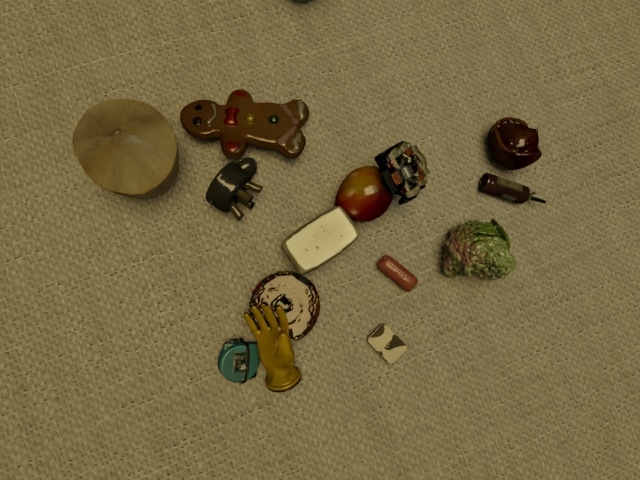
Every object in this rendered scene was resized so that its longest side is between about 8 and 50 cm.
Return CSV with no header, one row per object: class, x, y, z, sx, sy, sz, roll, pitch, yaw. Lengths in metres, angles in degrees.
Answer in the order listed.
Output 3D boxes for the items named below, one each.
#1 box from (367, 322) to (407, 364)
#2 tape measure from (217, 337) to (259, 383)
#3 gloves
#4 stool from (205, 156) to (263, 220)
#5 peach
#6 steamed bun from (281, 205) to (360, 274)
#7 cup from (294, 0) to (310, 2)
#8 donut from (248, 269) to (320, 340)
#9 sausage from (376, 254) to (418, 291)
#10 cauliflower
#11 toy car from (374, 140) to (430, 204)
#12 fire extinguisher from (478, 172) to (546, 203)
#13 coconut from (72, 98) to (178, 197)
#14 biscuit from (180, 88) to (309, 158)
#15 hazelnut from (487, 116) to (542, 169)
box,0.226,0.353,1.434,0.126,0.031,0.091,45,80,0
tape measure,-0.263,0.384,1.342,0.125,0.081,0.145,6,84,-24
gloves,-0.150,0.314,1.286,0.133,0.116,0.294,-10,113,8
stool,-0.270,-0.180,1.380,0.139,0.153,0.227,34,80,-2
peach,0.143,-0.150,1.421,0.198,0.197,0.197,1,82,-7
steamed bun,0.000,0.000,1.384,0.242,0.164,0.146,-34,89,-5
cup,-0.033,-0.999,1.478,0.186,0.234,0.258,45,81,0
donut,-0.117,0.208,1.378,0.231,0.096,0.215,13,80,-6
sausage,0.266,0.113,1.455,0.154,0.062,0.062,39,80,0
cauliflower,0.563,0.061,1.442,0.315,0.256,0.239,46,74,-30
toy car,0.283,-0.230,1.402,0.118,0.301,0.193,-25,97,27
fire extinguisher,0.704,-0.179,1.532,0.231,0.099,0.071,18,103,-3
coconut,-0.575,-0.270,1.269,0.329,0.329,0.328,1,82,-7
biscuit,-0.256,-0.404,1.419,0.433,0.064,0.282,7,64,-7
hazelnut,0.701,-0.354,1.519,0.170,0.161,0.201,-13,79,-35
